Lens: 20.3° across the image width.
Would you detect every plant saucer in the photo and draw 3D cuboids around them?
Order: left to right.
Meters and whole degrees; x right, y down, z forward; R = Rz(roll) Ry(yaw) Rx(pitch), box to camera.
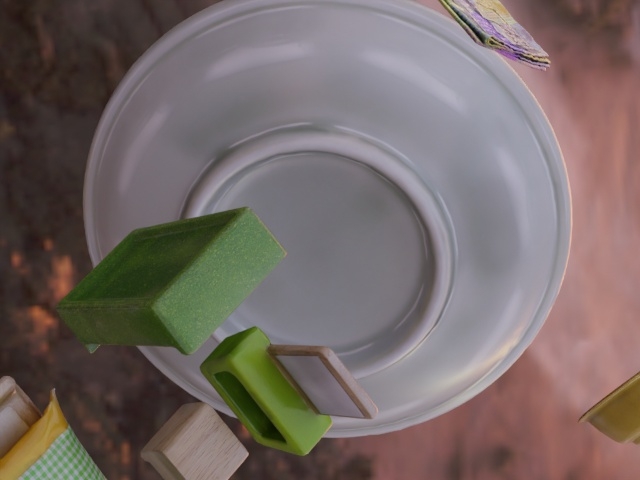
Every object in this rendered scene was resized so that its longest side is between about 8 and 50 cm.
[{"bbox_3d":[0.000,0.000,1.419,0.100,0.400,0.400,-78,152,-65],"label":"plant saucer"}]

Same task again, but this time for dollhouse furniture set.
[{"bbox_3d":[-0.120,0.153,1.134,0.301,0.151,0.197,-47,112,-27],"label":"dollhouse furniture set"}]

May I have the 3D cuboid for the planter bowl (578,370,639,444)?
[{"bbox_3d":[0.297,0.103,1.267,0.090,0.217,0.217,56,27,12],"label":"planter bowl"}]

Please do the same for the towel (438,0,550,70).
[{"bbox_3d":[0.088,-0.118,0.950,0.060,0.009,0.083,53,21,25],"label":"towel"}]
